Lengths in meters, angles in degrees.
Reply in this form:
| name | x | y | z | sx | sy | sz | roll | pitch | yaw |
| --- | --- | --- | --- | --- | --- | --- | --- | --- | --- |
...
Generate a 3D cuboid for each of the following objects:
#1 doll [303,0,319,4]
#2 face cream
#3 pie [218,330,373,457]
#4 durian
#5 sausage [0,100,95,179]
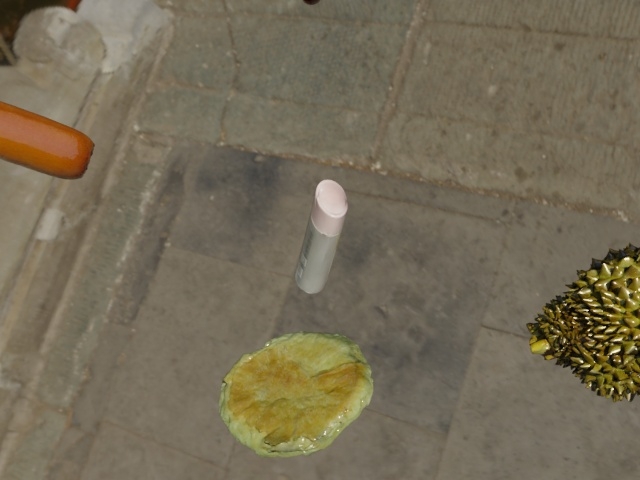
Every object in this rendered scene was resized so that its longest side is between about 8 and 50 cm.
| name | x | y | z | sx | sy | sz | roll | pitch | yaw |
| --- | --- | --- | --- | --- | --- | --- | --- | --- | --- |
| doll | 0.026 | -0.423 | 1.047 | 0.198 | 0.322 | 0.186 | 10 | 117 | 24 |
| face cream | 0.000 | 0.000 | 1.652 | 0.073 | 0.269 | 0.107 | -1 | 49 | -14 |
| pie | -0.045 | 0.286 | 1.469 | 0.306 | 0.071 | 0.306 | -13 | 42 | 12 |
| durian | 0.472 | 0.132 | 1.169 | 0.293 | 0.258 | 0.258 | -34 | 58 | 45 |
| sausage | -0.400 | -0.138 | 1.032 | 0.076 | 0.197 | 0.076 | -43 | 37 | 45 |
